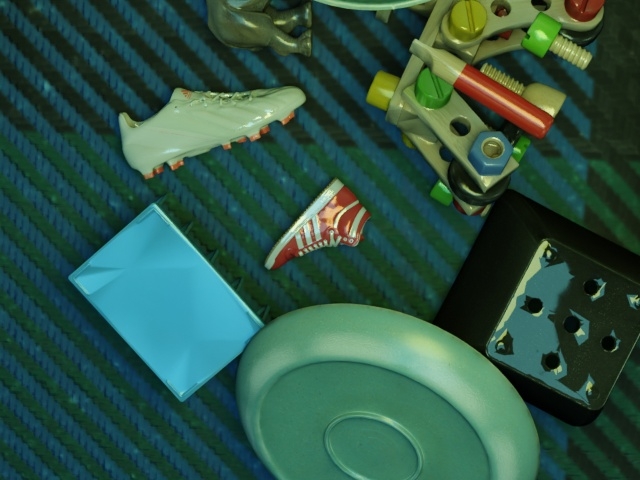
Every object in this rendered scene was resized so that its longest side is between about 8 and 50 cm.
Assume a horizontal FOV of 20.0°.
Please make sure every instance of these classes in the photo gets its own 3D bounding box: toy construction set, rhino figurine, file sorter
[{"bbox_3d":[0.116,-0.178,1.692,0.237,0.309,0.257,31,95,2],"label":"toy construction set"},{"bbox_3d":[-0.063,-0.301,1.781,0.106,0.073,0.243,-2,101,1],"label":"rhino figurine"},{"bbox_3d":[-0.148,0.052,1.849,0.118,0.104,0.170,-40,97,11],"label":"file sorter"}]

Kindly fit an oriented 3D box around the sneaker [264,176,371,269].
[{"bbox_3d":[0.000,0.000,1.858,0.067,0.042,0.118,42,100,-2],"label":"sneaker"}]

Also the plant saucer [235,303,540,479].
[{"bbox_3d":[0.057,0.195,1.787,0.317,0.044,0.318,13,134,14],"label":"plant saucer"}]

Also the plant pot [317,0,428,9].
[{"bbox_3d":[0.041,-0.374,1.596,0.293,0.196,0.293,-3,118,-6],"label":"plant pot"}]

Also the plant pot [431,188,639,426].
[{"bbox_3d":[0.230,0.075,1.776,0.187,0.167,0.188,28,93,-4],"label":"plant pot"}]

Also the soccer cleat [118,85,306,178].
[{"bbox_3d":[-0.112,-0.126,1.828,0.196,0.068,0.076,-20,97,11],"label":"soccer cleat"}]
